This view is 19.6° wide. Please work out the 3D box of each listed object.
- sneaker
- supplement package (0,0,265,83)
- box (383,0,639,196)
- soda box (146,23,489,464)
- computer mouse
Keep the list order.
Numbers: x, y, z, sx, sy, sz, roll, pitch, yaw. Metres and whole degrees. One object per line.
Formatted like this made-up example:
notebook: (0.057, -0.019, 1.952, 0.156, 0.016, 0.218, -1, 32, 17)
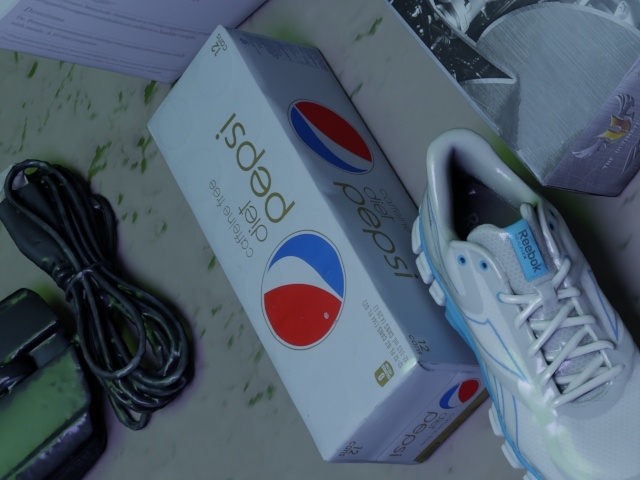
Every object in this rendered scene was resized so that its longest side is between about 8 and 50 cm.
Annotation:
sneaker: (0.088, 0.031, 0.758, 0.071, 0.083, 0.190, -28, 58, -8)
supplement package: (-0.066, -0.206, 0.922, 0.244, 0.134, 0.139, -36, 60, 37)
box: (0.125, -0.162, 0.780, 0.231, 0.056, 0.183, -54, 50, 26)
soda box: (0.000, 0.000, 0.874, 0.074, 0.069, 0.216, -50, 52, 29)
computer mouse: (-0.194, 0.101, 1.052, 0.188, 0.072, 0.272, 51, 119, 35)
